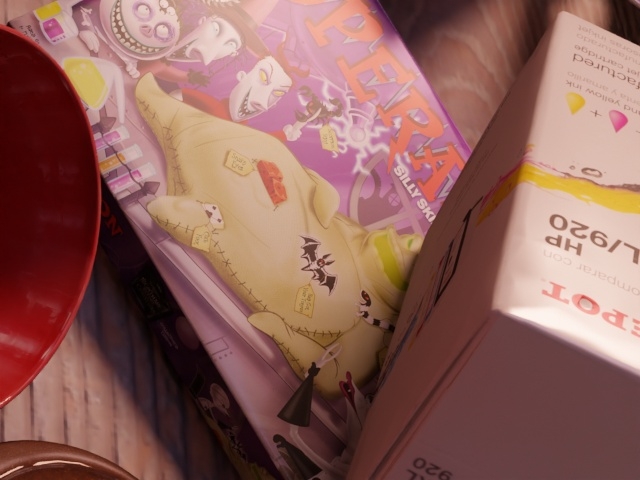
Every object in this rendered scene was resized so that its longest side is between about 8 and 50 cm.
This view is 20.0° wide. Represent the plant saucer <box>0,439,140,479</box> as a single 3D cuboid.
[{"bbox_3d":[-0.116,0.165,0.827,0.168,0.029,0.168,18,55,-27],"label":"plant saucer"}]

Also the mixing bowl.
[{"bbox_3d":[-0.194,-0.012,0.808,0.181,0.098,0.181,-22,117,-52],"label":"mixing bowl"}]

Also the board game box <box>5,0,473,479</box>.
[{"bbox_3d":[0.000,0.000,0.967,0.208,0.056,0.347,-29,84,-35],"label":"board game box"}]

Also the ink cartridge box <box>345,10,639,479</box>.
[{"bbox_3d":[0.133,0.048,0.832,0.171,0.168,0.233,25,40,-4],"label":"ink cartridge box"}]

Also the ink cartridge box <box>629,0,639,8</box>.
[{"bbox_3d":[0.330,-0.149,1.233,0.330,0.071,0.324,36,23,-11],"label":"ink cartridge box"}]
